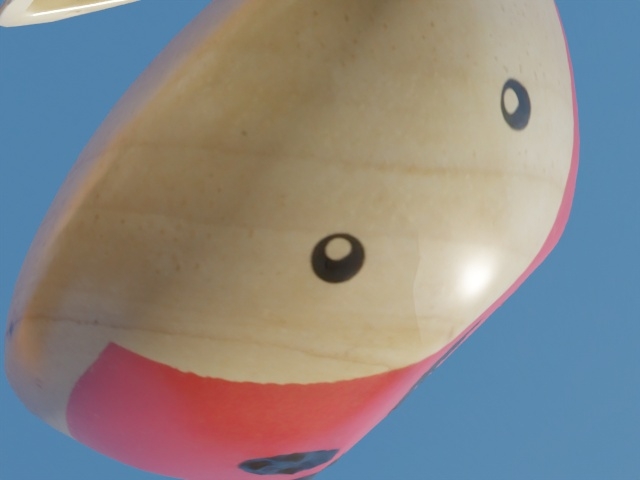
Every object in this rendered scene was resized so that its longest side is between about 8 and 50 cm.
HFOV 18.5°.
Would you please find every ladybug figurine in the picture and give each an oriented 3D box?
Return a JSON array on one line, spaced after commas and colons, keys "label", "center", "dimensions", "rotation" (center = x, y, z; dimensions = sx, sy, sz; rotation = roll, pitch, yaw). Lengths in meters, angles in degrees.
[{"label": "ladybug figurine", "center": [0.000, 0.000, 0.922], "dimensions": [0.305, 0.449, 0.162], "rotation": [-43, -96, -11]}]

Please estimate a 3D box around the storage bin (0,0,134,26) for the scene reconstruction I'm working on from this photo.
[{"label": "storage bin", "center": [-0.059, -0.234, 0.580], "dimensions": [0.123, 0.260, 0.262], "rotation": [-17, -99, -28]}]
